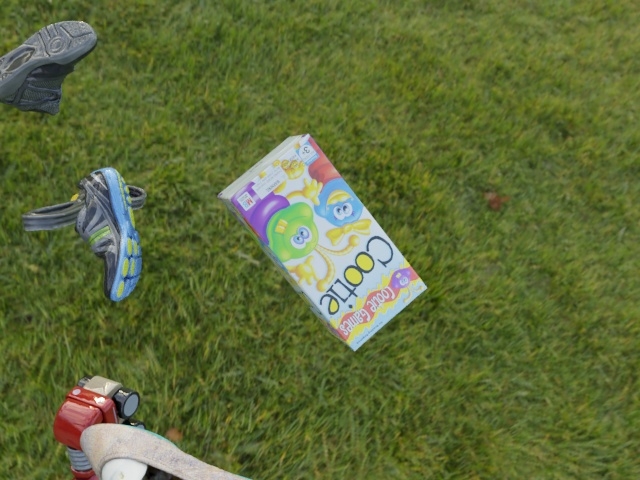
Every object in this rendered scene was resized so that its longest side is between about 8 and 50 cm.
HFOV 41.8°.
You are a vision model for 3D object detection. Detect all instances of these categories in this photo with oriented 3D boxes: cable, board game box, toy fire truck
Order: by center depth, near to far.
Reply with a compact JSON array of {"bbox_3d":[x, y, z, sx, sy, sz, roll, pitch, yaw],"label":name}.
[{"bbox_3d":[0.000,0.000,1.204,0.144,0.142,0.275,-41,103,-7],"label":"board game box"},{"bbox_3d":[-0.375,-0.040,1.368,0.139,0.072,0.287,5,17,4],"label":"cable"},{"bbox_3d":[-0.467,0.401,1.585,0.158,0.217,0.246,14,35,23],"label":"toy fire truck"}]

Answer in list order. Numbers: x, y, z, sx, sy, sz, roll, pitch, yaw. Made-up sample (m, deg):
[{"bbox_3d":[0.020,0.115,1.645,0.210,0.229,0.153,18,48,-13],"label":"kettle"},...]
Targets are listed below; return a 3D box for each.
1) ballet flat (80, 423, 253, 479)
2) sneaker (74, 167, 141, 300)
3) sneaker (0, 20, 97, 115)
[{"bbox_3d":[-0.190,0.321,1.064,0.316,0.107,0.106,14,30,16],"label":"ballet flat"},{"bbox_3d":[-0.294,-0.006,1.152,0.078,0.067,0.188,-14,77,6],"label":"sneaker"},{"bbox_3d":[-0.480,-0.305,1.508,0.227,0.130,0.087,-29,63,10],"label":"sneaker"}]
